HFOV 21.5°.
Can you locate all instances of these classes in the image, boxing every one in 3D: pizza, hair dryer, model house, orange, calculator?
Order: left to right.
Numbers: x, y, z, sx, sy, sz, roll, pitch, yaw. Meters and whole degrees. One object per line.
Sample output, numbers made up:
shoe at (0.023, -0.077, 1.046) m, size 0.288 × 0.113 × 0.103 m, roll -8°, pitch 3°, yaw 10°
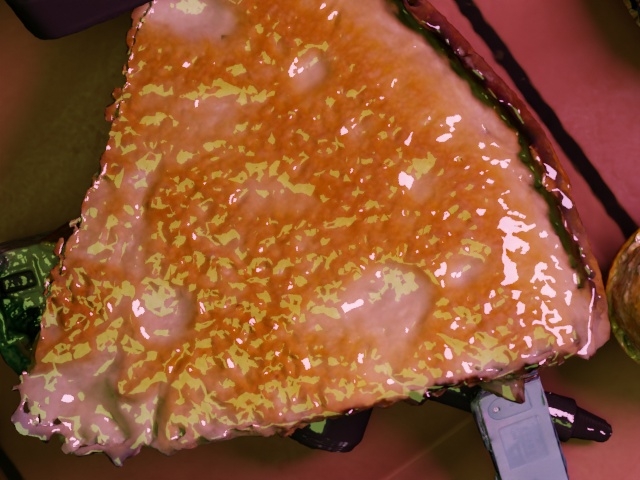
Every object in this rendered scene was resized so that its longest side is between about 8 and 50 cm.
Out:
model house at (-0.189, 0.041, 1.261) m, size 0.100 × 0.088 × 0.101 m, roll -14°, pitch 98°, yaw 7°
pizza at (0.023, -0.023, 1.191) m, size 0.391 × 0.080 × 0.435 m, roll 14°, pitch 82°, yaw 4°
hair dryer at (0.095, 0.124, 1.266) m, size 0.248 × 0.070 × 0.114 m, roll 18°, pitch 96°, yaw -6°
calculator at (0.156, 0.175, 1.250) m, size 0.057 × 0.018 × 0.172 m, roll -19°, pitch 115°, yaw 2°
orange at (0.279, 0.036, 1.189) m, size 0.156 × 0.156 × 0.134 m, roll 6°, pitch 87°, yaw 4°

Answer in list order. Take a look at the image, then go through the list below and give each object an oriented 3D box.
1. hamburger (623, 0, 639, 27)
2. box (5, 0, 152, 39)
hamburger at (0.322, -0.209, 1.186) m, size 0.231 × 0.107 × 0.231 m, roll 1°, pitch 100°, yaw 5°
box at (-0.073, -0.287, 1.184) m, size 0.350 × 0.058 × 0.211 m, roll -22°, pitch 59°, yaw 6°
